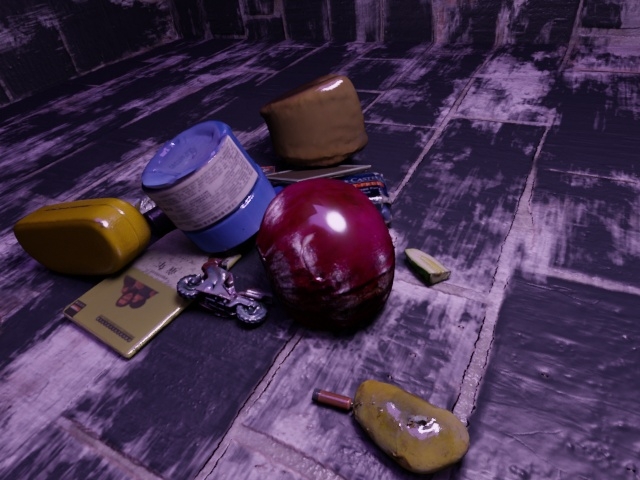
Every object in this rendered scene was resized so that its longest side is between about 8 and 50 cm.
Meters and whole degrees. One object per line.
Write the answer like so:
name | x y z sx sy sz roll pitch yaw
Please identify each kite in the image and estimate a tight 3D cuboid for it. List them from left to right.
kite | -0.210 -0.213 1.379 0.190 0.010 0.159 27 50 37

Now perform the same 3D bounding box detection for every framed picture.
framed picture | -0.030 -0.190 1.212 0.232 0.019 0.296 -16 17 -26

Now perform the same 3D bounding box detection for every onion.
onion | 0.000 0.000 0.867 0.281 0.260 0.337 -15 44 -1

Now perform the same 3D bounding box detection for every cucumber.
cucumber | 0.228 0.056 0.940 0.067 0.035 0.107 -7 33 -28

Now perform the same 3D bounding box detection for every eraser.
eraser | 0.019 -0.094 1.112 0.331 0.102 0.155 -7 37 1

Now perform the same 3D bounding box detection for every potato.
potato | 0.127 0.277 0.642 0.188 0.085 0.105 23 45 39

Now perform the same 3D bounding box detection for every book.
book | -0.382 0.100 0.996 0.239 0.035 0.352 19 45 28

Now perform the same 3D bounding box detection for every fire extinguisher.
fire extinguisher | 0.027 0.274 0.714 0.083 0.022 0.028 9 79 20

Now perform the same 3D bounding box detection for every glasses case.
glasses case | -0.572 -0.011 1.042 0.371 0.173 0.141 -2 33 28

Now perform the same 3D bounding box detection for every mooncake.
mooncake | 0.018 -0.396 1.353 0.393 0.246 0.394 7 34 42

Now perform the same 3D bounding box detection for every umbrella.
umbrella | -0.505 -0.079 1.221 0.062 0.067 0.144 -16 34 41

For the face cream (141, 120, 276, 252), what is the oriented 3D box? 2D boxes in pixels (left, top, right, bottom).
face cream | -0.264 -0.132 1.012 0.248 0.225 0.249 -17 44 17

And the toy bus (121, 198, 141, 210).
toy bus | -0.625 -0.086 1.251 0.190 0.064 0.075 -2 33 8

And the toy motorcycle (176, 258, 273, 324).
toy motorcycle | -0.200 0.109 0.919 0.213 0.082 0.122 20 49 14

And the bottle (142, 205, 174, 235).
bottle | -0.393 -0.107 1.225 0.082 0.072 0.244 -11 25 50
